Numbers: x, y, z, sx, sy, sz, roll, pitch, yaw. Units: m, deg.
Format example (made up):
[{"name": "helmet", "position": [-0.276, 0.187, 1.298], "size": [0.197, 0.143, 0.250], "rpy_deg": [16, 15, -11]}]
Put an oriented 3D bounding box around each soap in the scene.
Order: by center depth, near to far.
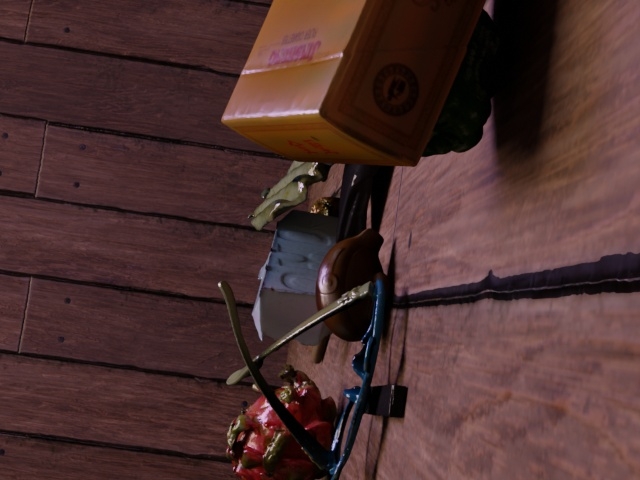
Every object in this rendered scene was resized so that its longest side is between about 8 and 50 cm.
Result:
[{"name": "soap", "position": [-0.023, 0.054, 1.527], "size": [0.230, 0.145, 0.091], "rpy_deg": [-87, 7, -55]}]

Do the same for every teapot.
[{"name": "teapot", "position": [0.045, 0.049, 1.114], "size": [0.098, 0.078, 0.129], "rpy_deg": [41, -130, -40]}]

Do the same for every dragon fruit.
[{"name": "dragon fruit", "position": [-0.052, 0.271, 1.441], "size": [0.172, 0.166, 0.160], "rpy_deg": [-51, -32, 12]}]

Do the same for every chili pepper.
[{"name": "chili pepper", "position": [0.096, -0.168, 0.734], "size": [0.099, 0.084, 0.253], "rpy_deg": [111, 171, -64]}]

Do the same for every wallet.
[{"name": "wallet", "position": [0.075, -0.176, 1.288], "size": [0.197, 0.051, 0.377], "rpy_deg": [-82, 3, -56]}]

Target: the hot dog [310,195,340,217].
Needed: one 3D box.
[{"name": "hot dog", "position": [0.000, 0.000, 1.923], "size": [0.269, 0.072, 0.115], "rpy_deg": [103, -178, -59]}]

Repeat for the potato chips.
[{"name": "potato chips", "position": [0.009, -0.171, 1.667], "size": [0.373, 0.097, 0.389], "rpy_deg": [-58, 3, 5]}]

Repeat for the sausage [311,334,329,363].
[{"name": "sausage", "position": [-0.001, 0.188, 1.833], "size": [0.132, 0.024, 0.024], "rpy_deg": [102, 175, -55]}]

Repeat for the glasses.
[{"name": "glasses", "position": [-0.014, 0.120, 1.064], "size": [0.102, 0.207, 0.239], "rpy_deg": [-24, -41, -47]}]

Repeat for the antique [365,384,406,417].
[{"name": "antique", "position": [0.061, 0.160, 1.001], "size": [0.192, 0.015, 0.031], "rpy_deg": [117, 162, -80]}]

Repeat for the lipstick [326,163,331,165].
[{"name": "lipstick", "position": [0.027, -0.246, 1.328], "size": [0.077, 0.076, 0.289], "rpy_deg": [91, -165, -69]}]

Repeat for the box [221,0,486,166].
[{"name": "box", "position": [0.044, -0.186, 0.658], "size": [0.174, 0.076, 0.274], "rpy_deg": [11, 77, 66]}]
